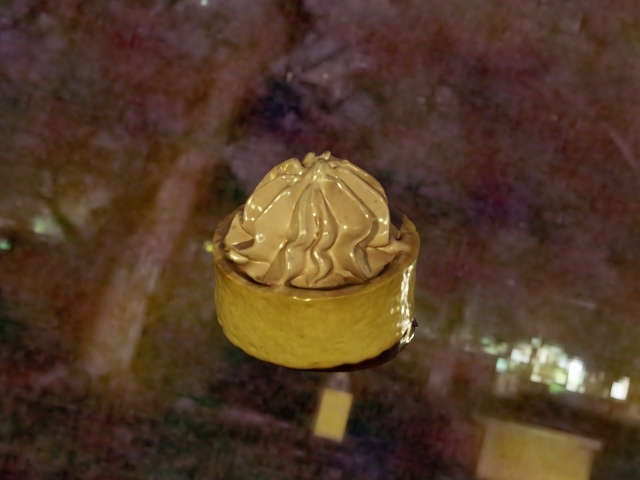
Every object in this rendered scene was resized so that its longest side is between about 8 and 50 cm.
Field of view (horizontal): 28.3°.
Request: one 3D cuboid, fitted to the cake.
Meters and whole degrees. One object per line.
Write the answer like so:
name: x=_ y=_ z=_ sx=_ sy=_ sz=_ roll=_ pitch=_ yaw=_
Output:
cake: x=0.000 y=0.000 z=1.138 sx=0.185 sy=0.178 sz=0.208 roll=19 pitch=26 yaw=27
